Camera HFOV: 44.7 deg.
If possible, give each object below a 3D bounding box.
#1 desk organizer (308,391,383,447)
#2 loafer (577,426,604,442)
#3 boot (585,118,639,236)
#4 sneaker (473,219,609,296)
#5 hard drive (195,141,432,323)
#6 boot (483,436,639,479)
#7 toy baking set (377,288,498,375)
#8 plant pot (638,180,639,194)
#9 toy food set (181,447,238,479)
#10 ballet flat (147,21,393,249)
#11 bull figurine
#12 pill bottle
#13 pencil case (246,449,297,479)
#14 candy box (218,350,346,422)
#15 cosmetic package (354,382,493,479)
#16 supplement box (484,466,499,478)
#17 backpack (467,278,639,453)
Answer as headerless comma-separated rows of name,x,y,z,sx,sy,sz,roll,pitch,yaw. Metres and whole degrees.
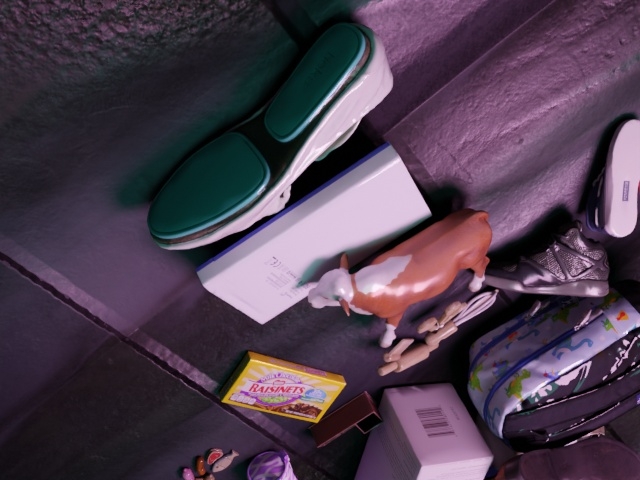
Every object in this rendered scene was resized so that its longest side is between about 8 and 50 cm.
desk organizer,0.049,0.345,1.457,0.130,0.050,0.047,-34,129,6
loafer,0.561,0.369,1.620,0.095,0.087,0.251,-2,110,-20
boot,0.477,-0.103,1.277,0.069,0.086,0.189,7,95,-16
sneaker,0.376,0.026,1.325,0.228,0.087,0.130,1,96,6
hard drive,0.000,0.000,1.144,0.319,0.040,0.210,-33,152,6
boot,0.418,0.450,1.441,0.264,0.096,0.280,-6,154,-17
toy baking set,0.209,0.156,1.330,0.256,0.030,0.197,-13,153,-48
plant pot,0.695,-0.109,1.237,0.243,0.275,0.274,6,123,-35
toy food set,-0.215,0.427,1.440,0.078,0.019,0.122,31,110,-35
ballet flat,-0.054,-0.113,1.038,0.400,0.139,0.139,-43,128,12
bull figurine,0.134,0.060,1.208,0.311,0.101,0.188,-26,148,-9
pill bottle,0.382,0.390,1.562,0.229,0.131,0.131,-19,129,-6
pencil case,-0.070,0.484,1.502,0.088,0.086,0.206,-40,134,-20
candy box,-0.064,0.260,1.367,0.206,0.027,0.105,20,113,-31
cosmetic package,0.175,0.475,1.509,0.155,0.197,0.365,-2,127,-20
supplement box,0.497,0.586,1.711,0.357,0.194,0.195,32,109,-35
backpack,0.446,0.237,1.417,0.355,0.273,0.290,-41,139,-8
